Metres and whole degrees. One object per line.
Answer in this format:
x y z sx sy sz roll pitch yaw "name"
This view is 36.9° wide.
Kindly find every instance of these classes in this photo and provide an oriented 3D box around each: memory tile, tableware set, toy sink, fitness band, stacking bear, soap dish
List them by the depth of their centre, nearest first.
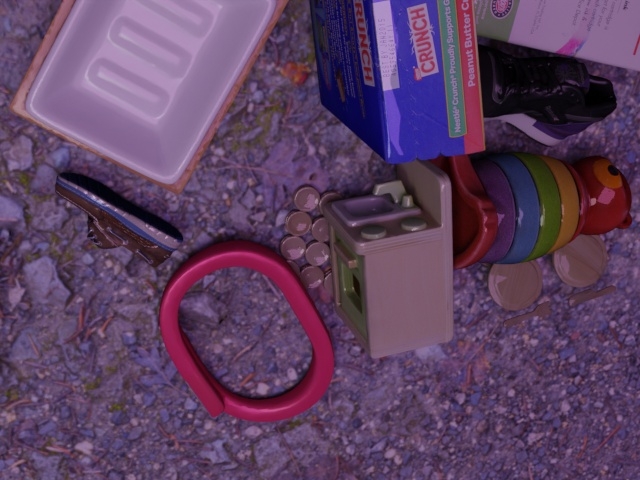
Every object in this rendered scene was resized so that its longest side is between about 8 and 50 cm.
-0.204 -0.234 1.157 0.228 0.118 0.291 27 102 -20 "soap dish"
0.087 0.012 1.278 0.131 0.153 0.234 -11 116 -15 "toy sink"
0.296 -0.052 1.314 0.288 0.175 0.164 -7 145 -20 "stacking bear"
0.000 0.000 1.344 0.113 0.012 0.148 11 108 -16 "memory tile"
-0.102 0.135 1.346 0.209 0.054 0.291 -28 115 1 "fitness band"
0.329 0.040 1.414 0.194 0.039 0.128 -17 97 -11 "tableware set"

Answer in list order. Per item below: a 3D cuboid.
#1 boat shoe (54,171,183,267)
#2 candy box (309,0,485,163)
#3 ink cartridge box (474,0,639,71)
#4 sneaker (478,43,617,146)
-0.271 -0.021 1.249 0.183 0.066 0.066 32 102 -21 "boat shoe"
0.072 -0.258 1.098 0.122 0.317 0.268 -10 112 -8 "candy box"
0.346 -0.340 1.234 0.353 0.119 0.207 10 107 -14 "ink cartridge box"
0.267 -0.206 1.216 0.283 0.124 0.107 8 70 -41 "sneaker"
